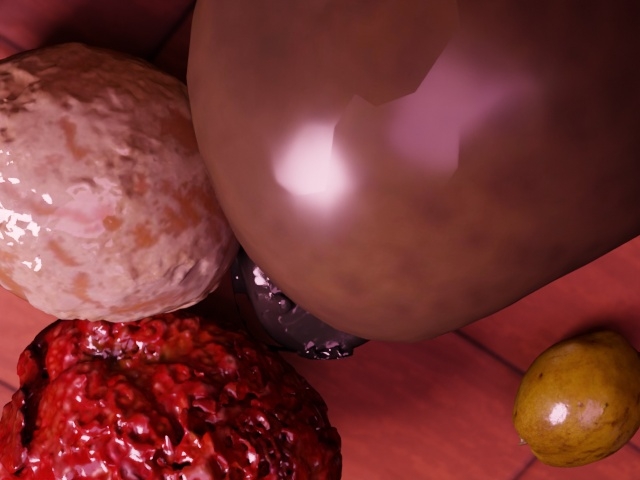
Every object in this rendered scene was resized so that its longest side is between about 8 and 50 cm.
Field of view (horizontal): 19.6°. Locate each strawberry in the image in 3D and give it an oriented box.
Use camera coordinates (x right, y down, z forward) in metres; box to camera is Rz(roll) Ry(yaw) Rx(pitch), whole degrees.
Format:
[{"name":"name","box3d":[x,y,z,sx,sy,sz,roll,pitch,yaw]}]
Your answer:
[{"name":"strawberry","box3d":[-0.129,0.151,1.440,0.274,0.274,0.220,-13,104,-1]}]

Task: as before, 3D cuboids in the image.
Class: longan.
[{"name":"longan","box3d":[0.102,-0.127,1.251,0.404,0.336,0.404,-17,116,-39]}]

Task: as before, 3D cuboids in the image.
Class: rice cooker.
[{"name":"rice cooker","box3d":[0.000,0.001,1.445,0.142,0.118,0.203,-4,115,-7]}]

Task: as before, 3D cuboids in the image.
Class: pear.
[{"name":"pear","box3d":[0.220,0.134,1.561,0.131,0.107,0.107,-42,117,5]}]

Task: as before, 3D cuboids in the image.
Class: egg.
[{"name":"egg","box3d":[-0.164,-0.040,1.356,0.245,0.203,0.203,30,110,-29]}]
